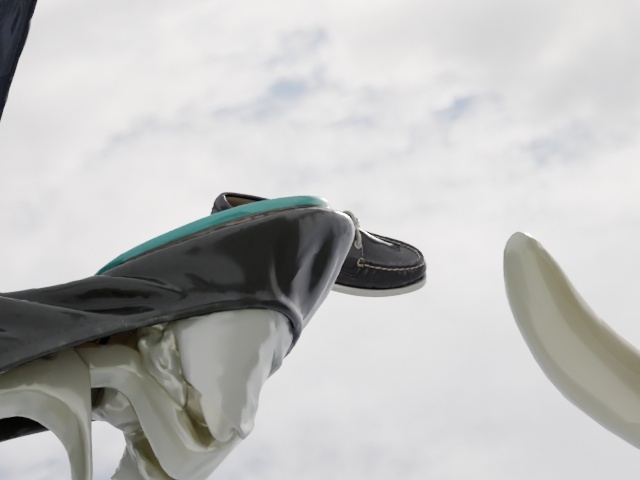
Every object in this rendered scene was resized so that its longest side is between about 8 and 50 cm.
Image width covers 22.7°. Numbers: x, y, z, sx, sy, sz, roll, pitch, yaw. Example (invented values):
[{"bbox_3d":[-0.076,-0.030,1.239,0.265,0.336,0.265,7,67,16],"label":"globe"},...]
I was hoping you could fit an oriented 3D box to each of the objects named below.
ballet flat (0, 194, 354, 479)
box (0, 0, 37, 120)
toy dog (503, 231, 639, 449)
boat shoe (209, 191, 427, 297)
[{"bbox_3d":[-0.090,0.056,0.597,0.280,0.095,0.096,-13,-117,-34],"label":"ballet flat"},{"bbox_3d":[-0.302,-0.098,0.414,0.312,0.343,0.179,9,-99,44],"label":"box"},{"bbox_3d":[0.249,-0.113,0.586,0.395,0.408,0.284,-5,-167,35],"label":"toy dog"},{"bbox_3d":[0.000,0.000,0.851,0.125,0.038,0.046,10,-154,-9],"label":"boat shoe"}]
